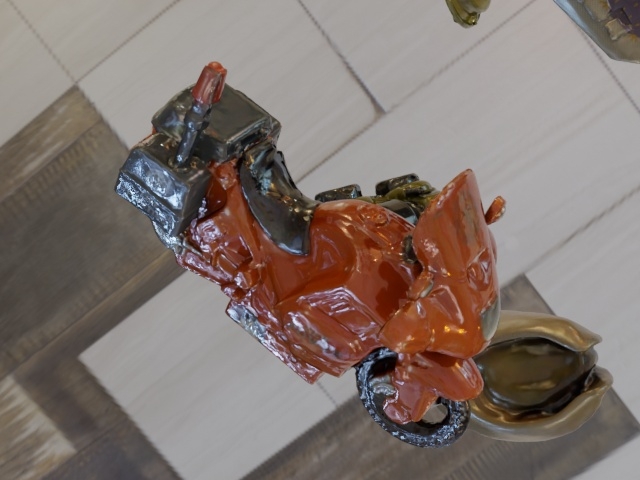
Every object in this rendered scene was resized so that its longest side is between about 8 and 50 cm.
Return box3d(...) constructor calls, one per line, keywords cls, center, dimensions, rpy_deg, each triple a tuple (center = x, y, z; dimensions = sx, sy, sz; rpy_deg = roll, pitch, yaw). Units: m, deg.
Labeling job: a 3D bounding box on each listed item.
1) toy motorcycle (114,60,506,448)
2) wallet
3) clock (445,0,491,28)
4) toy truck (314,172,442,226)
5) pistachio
box3d(cls="toy motorcycle", center=(0.000, 0.000, 0.745), dimensions=(0.326, 0.148, 0.221), rpy_deg=(38, 132, 11))
box3d(cls="wallet", center=(0.478, -0.430, 1.567), dimensions=(0.275, 0.068, 0.335), rpy_deg=(-44, 83, 11))
box3d(cls="clock", center=(0.204, -0.408, 1.421), dimensions=(0.057, 0.237, 0.236), rpy_deg=(-5, 102, 24))
box3d(cls="toy truck", center=(0.108, -0.023, 1.546), dimensions=(0.224, 0.165, 0.147), rpy_deg=(-15, 93, -31))
box3d(cls="pistachio", center=(0.206, 0.139, 1.104), dimensions=(0.153, 0.238, 0.137), rpy_deg=(-18, 93, -28))
